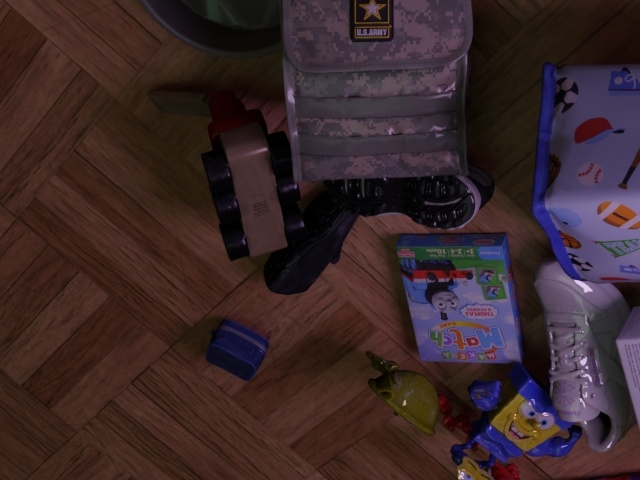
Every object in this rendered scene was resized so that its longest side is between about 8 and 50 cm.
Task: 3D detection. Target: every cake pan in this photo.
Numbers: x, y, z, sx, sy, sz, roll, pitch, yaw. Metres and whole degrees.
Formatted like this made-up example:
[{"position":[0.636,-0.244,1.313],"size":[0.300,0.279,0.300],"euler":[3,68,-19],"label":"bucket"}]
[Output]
[{"position":[-0.122,-0.380,1.663],"size":[0.293,0.054,0.293],"euler":[11,127,15],"label":"cake pan"}]

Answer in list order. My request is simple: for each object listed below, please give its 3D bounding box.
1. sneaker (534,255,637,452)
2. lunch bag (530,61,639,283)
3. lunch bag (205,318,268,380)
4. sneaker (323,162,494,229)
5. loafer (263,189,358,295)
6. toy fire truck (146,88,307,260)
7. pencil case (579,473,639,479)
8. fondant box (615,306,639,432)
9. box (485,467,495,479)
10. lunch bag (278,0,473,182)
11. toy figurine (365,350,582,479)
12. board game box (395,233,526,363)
[{"position":[0.372,0.162,1.775],"size":[0.114,0.152,0.305],"euler":[-2,125,49],"label":"sneaker"},{"position":[0.450,-0.057,1.529],"size":[0.328,0.239,0.385],"euler":[1,155,24],"label":"lunch bag"},{"position":[-0.137,0.172,2.056],"size":[0.098,0.065,0.067],"euler":[28,145,0],"label":"lunch bag"},{"position":[0.114,-0.083,1.752],"size":[0.271,0.108,0.100],"euler":[18,118,32],"label":"sneaker"},{"position":[0.000,0.000,1.881],"size":[0.078,0.076,0.223],"euler":[14,131,-35],"label":"loafer"},{"position":[-0.136,-0.119,1.809],"size":[0.158,0.246,0.217],"euler":[-17,139,-6],"label":"toy fire truck"},{"position":[0.477,0.407,1.948],"size":[0.236,0.104,0.104],"euler":[-13,118,30],"label":"pencil case"},{"position":[0.565,0.197,1.603],"size":[0.330,0.096,0.238],"euler":[-6,112,34],"label":"fondant box"},{"position":[0.332,0.466,2.040],"size":[0.207,0.114,0.036],"euler":[35,129,-5],"label":"box"},{"position":[0.071,-0.229,1.599],"size":[0.235,0.169,0.287],"euler":[-2,123,5],"label":"lunch bag"},{"position":[0.265,0.234,1.887],"size":[0.362,0.191,0.217],"euler":[41,107,-17],"label":"toy figurine"},{"position":[0.208,0.087,1.869],"size":[0.160,0.039,0.211],"euler":[-1,124,22],"label":"board game box"}]
